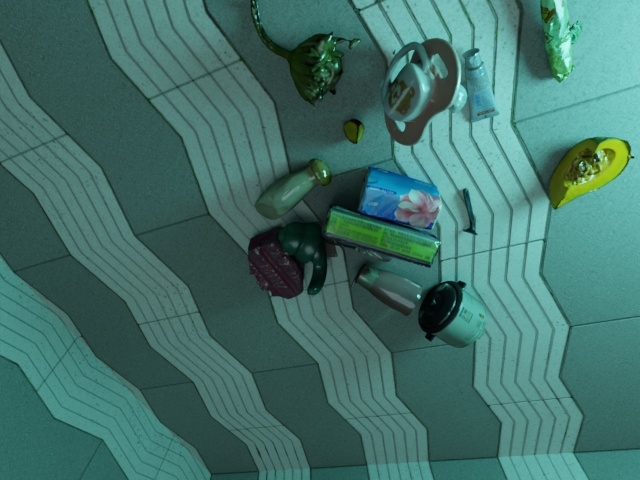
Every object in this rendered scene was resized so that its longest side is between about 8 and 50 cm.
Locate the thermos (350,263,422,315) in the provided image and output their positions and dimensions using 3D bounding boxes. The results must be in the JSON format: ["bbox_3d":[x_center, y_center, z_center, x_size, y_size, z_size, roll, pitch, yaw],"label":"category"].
[{"bbox_3d":[0.272,0.198,1.913,0.265,0.146,0.176,26,152,1],"label":"thermos"}]

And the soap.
[{"bbox_3d":[-0.179,0.112,1.931,0.220,0.127,0.324,-20,121,24],"label":"soap"}]

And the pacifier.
[{"bbox_3d":[0.313,-0.439,1.369,0.273,0.220,0.332,27,140,-9],"label":"pacifier"}]

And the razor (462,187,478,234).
[{"bbox_3d":[0.552,-0.110,1.690,0.066,0.033,0.190,23,140,50],"label":"razor"}]

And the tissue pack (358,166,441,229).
[{"bbox_3d":[0.277,-0.156,1.600,0.270,0.209,0.137,15,119,1],"label":"tissue pack"}]

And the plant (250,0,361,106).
[{"bbox_3d":[-0.064,-0.588,1.433,0.333,0.180,0.251,40,139,22],"label":"plant"}]

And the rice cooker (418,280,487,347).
[{"bbox_3d":[0.534,0.301,1.869,0.227,0.241,0.280,32,90,-19],"label":"rice cooker"}]

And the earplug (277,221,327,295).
[{"bbox_3d":[-0.063,0.050,1.810,0.280,0.164,0.257,28,104,-21],"label":"earplug"}]

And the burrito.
[{"bbox_3d":[0.683,-0.585,1.276,0.104,0.054,0.288,-25,127,8],"label":"burrito"}]

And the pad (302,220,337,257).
[{"bbox_3d":[0.000,0.000,1.889,0.113,0.006,0.187,-4,125,15],"label":"pad"}]

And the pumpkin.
[{"bbox_3d":[0.888,-0.230,1.501,0.163,0.111,0.278,8,127,-14],"label":"pumpkin"}]

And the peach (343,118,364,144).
[{"bbox_3d":[0.120,-0.377,1.555,0.077,0.050,0.083,-15,115,48],"label":"peach"}]

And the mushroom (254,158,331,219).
[{"bbox_3d":[-0.114,-0.184,1.705,0.350,0.128,0.128,-29,116,23],"label":"mushroom"}]

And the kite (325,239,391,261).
[{"bbox_3d":[0.166,0.008,1.854,0.310,0.015,0.169,7,128,3],"label":"kite"}]

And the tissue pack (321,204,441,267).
[{"bbox_3d":[0.205,-0.024,1.656,0.394,0.288,0.124,16,96,-3],"label":"tissue pack"}]

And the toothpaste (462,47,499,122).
[{"bbox_3d":[0.493,-0.476,1.415,0.089,0.057,0.234,-13,129,22],"label":"toothpaste"}]
